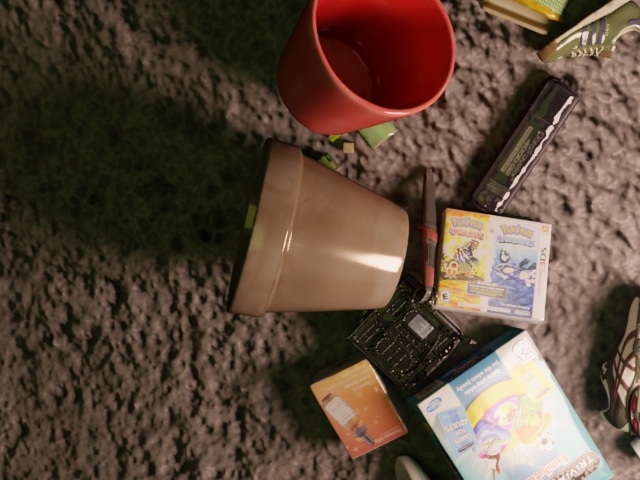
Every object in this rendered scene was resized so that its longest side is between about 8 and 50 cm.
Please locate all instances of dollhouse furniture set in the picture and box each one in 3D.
[{"bbox_3d":[0.313,-0.498,1.639,0.301,0.151,0.197,22,103,3],"label":"dollhouse furniture set"},{"bbox_3d":[0.064,-0.189,1.779,0.152,0.058,0.076,-38,94,13],"label":"dollhouse furniture set"}]

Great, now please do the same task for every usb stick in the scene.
[{"bbox_3d":[0.375,-0.172,1.749,0.077,0.045,0.278,30,103,-6],"label":"usb stick"}]

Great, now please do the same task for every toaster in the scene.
[{"bbox_3d":[0.171,0.177,1.809,0.186,0.110,0.168,42,104,-2],"label":"toaster"}]

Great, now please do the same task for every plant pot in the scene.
[{"bbox_3d":[0.000,0.000,1.715,0.280,0.323,0.323,12,102,-8],"label":"plant pot"},{"bbox_3d":[0.056,-0.309,1.630,0.275,0.243,0.275,6,75,-24],"label":"plant pot"}]

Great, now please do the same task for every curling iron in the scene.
[{"bbox_3d":[0.194,-0.007,1.745,0.035,0.068,0.274,7,70,-14],"label":"curling iron"}]

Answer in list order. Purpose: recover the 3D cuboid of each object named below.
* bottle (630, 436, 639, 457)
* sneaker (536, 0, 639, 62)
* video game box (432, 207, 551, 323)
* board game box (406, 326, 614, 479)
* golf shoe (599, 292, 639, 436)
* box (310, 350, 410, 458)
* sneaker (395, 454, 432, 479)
[{"bbox_3d":[0.717,0.325,1.773,0.283,0.092,0.118,-41,102,13],"label":"bottle"},{"bbox_3d":[0.489,-0.356,1.686,0.192,0.064,0.086,-34,90,9],"label":"sneaker"},{"bbox_3d":[0.318,0.047,1.748,0.205,0.048,0.187,8,75,-3],"label":"video game box"},{"bbox_3d":[0.361,0.374,1.796,0.254,0.079,0.336,-33,95,-9],"label":"board game box"},{"bbox_3d":[0.577,0.225,1.761,0.120,0.105,0.272,4,90,50],"label":"golf shoe"},{"bbox_3d":[0.080,0.317,1.858,0.130,0.091,0.170,-29,96,12],"label":"box"},{"bbox_3d":[0.265,0.517,1.889,0.151,0.094,0.256,-28,73,-25],"label":"sneaker"}]
